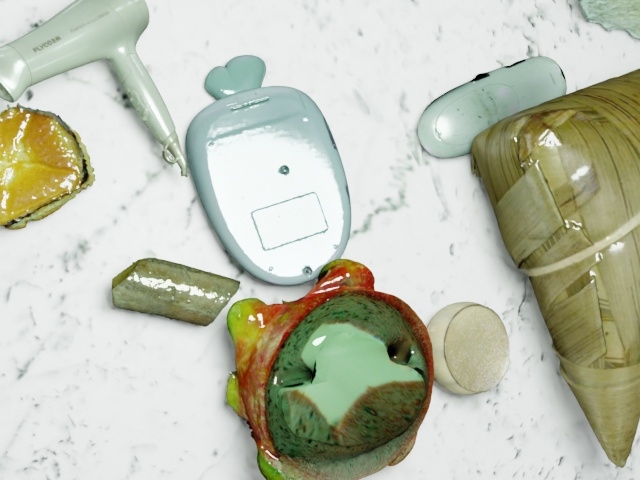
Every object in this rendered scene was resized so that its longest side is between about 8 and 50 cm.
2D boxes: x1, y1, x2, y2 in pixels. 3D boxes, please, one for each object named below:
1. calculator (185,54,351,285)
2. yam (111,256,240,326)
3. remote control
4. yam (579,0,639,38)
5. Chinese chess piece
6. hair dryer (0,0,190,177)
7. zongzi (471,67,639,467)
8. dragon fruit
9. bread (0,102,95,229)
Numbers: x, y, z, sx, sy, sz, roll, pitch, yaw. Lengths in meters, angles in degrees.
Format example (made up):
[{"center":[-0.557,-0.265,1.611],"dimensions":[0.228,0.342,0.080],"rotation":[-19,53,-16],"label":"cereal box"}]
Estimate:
[{"center":[-0.064,-0.090,1.006],"dimensions":[0.185,0.041,0.298],"rotation":[-17,85,-14],"label":"calculator"},{"center":[-0.171,0.058,0.954],"dimensions":[0.146,0.070,0.069],"rotation":[15,80,-16],"label":"yam"},{"center":[0.244,-0.189,1.129],"dimensions":[0.256,0.045,0.097],"rotation":[-29,97,-21],"label":"remote control"},{"center":[0.470,-0.477,1.141],"dimensions":[0.241,0.241,0.348],"rotation":[1,81,-19],"label":"yam"},{"center":[0.191,0.141,1.065],"dimensions":[0.122,0.051,0.122],"rotation":[4,83,-31],"label":"Chinese chess piece"},{"center":[-0.237,-0.157,0.927],"dimensions":[0.237,0.075,0.206],"rotation":[53,53,-12],"label":"hair dryer"},{"center":[0.484,-0.008,1.115],"dimensions":[0.500,0.218,0.467],"rotation":[-22,98,-22],"label":"zongzi"},{"center":[0.019,0.163,0.961],"dimensions":[0.295,0.130,0.268],"rotation":[30,84,-24],"label":"dragon fruit"},{"center":[-0.335,-0.086,0.910],"dimensions":[0.140,0.069,0.128],"rotation":[-33,95,-16],"label":"bread"}]
